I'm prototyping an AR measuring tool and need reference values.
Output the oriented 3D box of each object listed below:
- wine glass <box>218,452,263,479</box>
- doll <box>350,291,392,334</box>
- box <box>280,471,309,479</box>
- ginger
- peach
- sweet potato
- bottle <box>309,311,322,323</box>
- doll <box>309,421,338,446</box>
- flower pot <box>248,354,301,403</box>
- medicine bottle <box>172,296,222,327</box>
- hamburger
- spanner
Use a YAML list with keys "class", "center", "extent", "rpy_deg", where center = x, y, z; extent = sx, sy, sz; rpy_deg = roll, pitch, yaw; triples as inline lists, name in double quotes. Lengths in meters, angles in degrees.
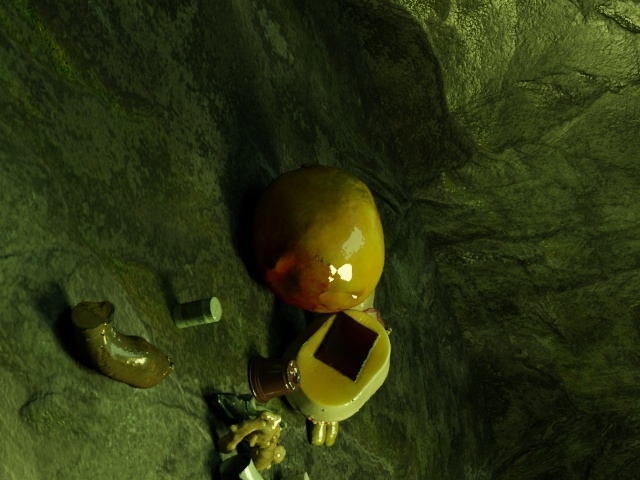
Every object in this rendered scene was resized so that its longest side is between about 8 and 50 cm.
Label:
- class: "wine glass"
  center: [-0.135, 0.512, 1.692]
  extent: [0.079, 0.079, 0.196]
  rpy_deg: [-61, 135, -62]
- class: "doll"
  center: [0.089, 0.176, 2.408]
  extent: [0.152, 0.196, 0.256]
  rpy_deg: [-13, 96, -33]
- class: "box"
  center: [-0.040, 0.625, 1.834]
  extent: [0.243, 0.067, 0.155]
  rpy_deg: [-87, 161, -71]
- class: "ginger"
  center: [-0.118, 0.403, 1.735]
  extent: [0.193, 0.176, 0.053]
  rpy_deg: [5, 43, -43]
- class: "peach"
  center: [-0.002, 0.000, 2.046]
  extent: [0.372, 0.289, 0.373]
  rpy_deg: [-11, 90, -66]
- class: "sweet potato"
  center: [-0.305, 0.179, 1.407]
  extent: [0.286, 0.085, 0.112]
  rpy_deg: [43, 35, -59]
- class: "bottle"
  center: [0.025, 0.242, 2.269]
  extent: [0.093, 0.093, 0.330]
  rpy_deg: [11, 68, -69]
- class: "doll"
  center: [0.004, 0.405, 2.161]
  extent: [0.137, 0.097, 0.210]
  rpy_deg: [17, 76, -33]
- class: "flower pot"
  center: [-0.095, 0.299, 1.910]
  extent: [0.111, 0.089, 0.111]
  rpy_deg: [-12, 90, -70]
- class: "medicine bottle"
  center: [-0.232, 0.136, 1.636]
  extent: [0.047, 0.083, 0.047]
  rpy_deg: [-12, 90, -71]
- class: "hamburger"
  center: [0.036, 0.295, 2.066]
  extent: [0.227, 0.151, 0.295]
  rpy_deg: [46, 63, 5]
- class: "spanner"
  center: [-0.143, 0.373, 1.808]
  extent: [0.325, 0.040, 0.096]
  rpy_deg: [50, 34, -55]
